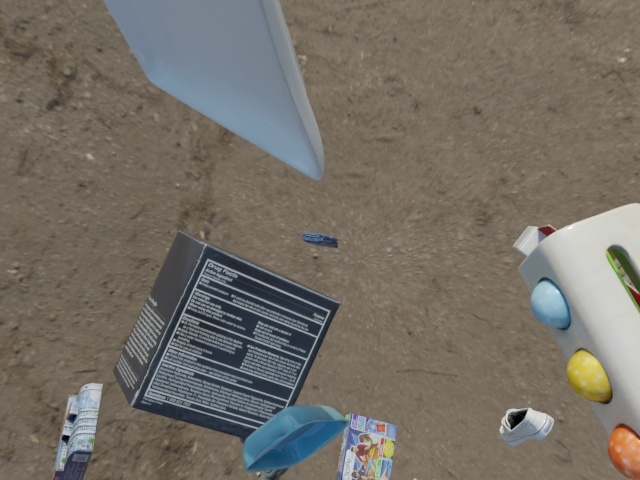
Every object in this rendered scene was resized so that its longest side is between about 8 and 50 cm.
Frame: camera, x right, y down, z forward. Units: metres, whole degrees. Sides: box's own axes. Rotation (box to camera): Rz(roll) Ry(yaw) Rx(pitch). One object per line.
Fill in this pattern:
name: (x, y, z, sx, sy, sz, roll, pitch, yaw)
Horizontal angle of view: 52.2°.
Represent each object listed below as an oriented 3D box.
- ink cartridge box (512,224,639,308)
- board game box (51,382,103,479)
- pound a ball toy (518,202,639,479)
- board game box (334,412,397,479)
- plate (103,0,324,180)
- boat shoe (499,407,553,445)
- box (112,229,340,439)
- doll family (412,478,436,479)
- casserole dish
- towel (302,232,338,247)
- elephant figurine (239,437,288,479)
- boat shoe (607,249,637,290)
ink cartridge box: (0.518, 0.084, 1.262, 0.296, 0.261, 0.066, 39, 97, 8)
board game box: (-0.495, 0.380, 1.336, 0.060, 0.194, 0.194, 12, 134, -21)
pound a ball toy: (0.316, 0.155, 0.678, 0.135, 0.208, 0.319, -19, 69, -9)
board game box: (0.115, 0.554, 1.657, 0.136, 0.035, 0.201, 19, 64, -13)
plate: (-0.112, -0.204, 0.562, 0.277, 0.278, 0.045, 34, 70, 32)
boat shoe: (0.551, 0.505, 1.816, 0.084, 0.258, 0.095, 33, 63, 3)
box: (-0.170, 0.177, 1.199, 0.296, 0.182, 0.294, 27, 87, -29)
doll family: (0.308, 0.711, 1.672, 0.163, 0.118, 0.263, -8, 46, -19)
casserole dish: (-0.034, 0.256, 0.859, 0.114, 0.188, 0.037, -40, 63, 10)
towel: (0.000, 0.000, 1.766, 0.067, 0.119, 0.029, 5, 87, 24)
elephant figurine: (-0.113, 0.528, 1.677, 0.169, 0.239, 0.186, -16, 116, -17)
boat shoe: (0.741, 0.087, 1.605, 0.110, 0.121, 0.341, 37, 117, 6)
